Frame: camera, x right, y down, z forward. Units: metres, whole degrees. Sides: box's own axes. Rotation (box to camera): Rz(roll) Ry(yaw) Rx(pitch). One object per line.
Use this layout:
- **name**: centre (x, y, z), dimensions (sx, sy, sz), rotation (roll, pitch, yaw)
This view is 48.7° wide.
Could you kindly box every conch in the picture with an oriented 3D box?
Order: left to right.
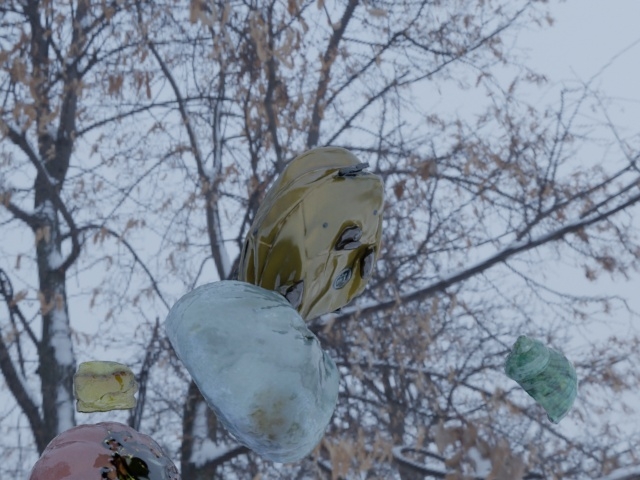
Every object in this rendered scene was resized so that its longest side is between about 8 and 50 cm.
- **conch**: centre (0.504, 0.307, 1.619), dimensions (0.176, 0.188, 0.122), rotation (-38, -16, -51)

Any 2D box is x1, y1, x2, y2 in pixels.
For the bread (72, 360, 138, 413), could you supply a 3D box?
- **bread**: centre (-0.563, 0.379, 1.852), dimensions (0.161, 0.088, 0.233), rotation (-7, -31, -21)

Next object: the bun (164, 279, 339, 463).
- **bun**: centre (-0.106, 0.206, 1.204), dimensions (0.211, 0.362, 0.362), rotation (-38, -39, -5)

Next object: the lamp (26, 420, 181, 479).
- **lamp**: centre (-0.389, 0.479, 1.265), dimensions (0.239, 0.305, 0.305), rotation (-43, -45, 16)

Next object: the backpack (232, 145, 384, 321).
- **backpack**: centre (-0.006, -0.002, 1.460), dimensions (0.353, 0.201, 0.378), rotation (-20, -49, -44)
